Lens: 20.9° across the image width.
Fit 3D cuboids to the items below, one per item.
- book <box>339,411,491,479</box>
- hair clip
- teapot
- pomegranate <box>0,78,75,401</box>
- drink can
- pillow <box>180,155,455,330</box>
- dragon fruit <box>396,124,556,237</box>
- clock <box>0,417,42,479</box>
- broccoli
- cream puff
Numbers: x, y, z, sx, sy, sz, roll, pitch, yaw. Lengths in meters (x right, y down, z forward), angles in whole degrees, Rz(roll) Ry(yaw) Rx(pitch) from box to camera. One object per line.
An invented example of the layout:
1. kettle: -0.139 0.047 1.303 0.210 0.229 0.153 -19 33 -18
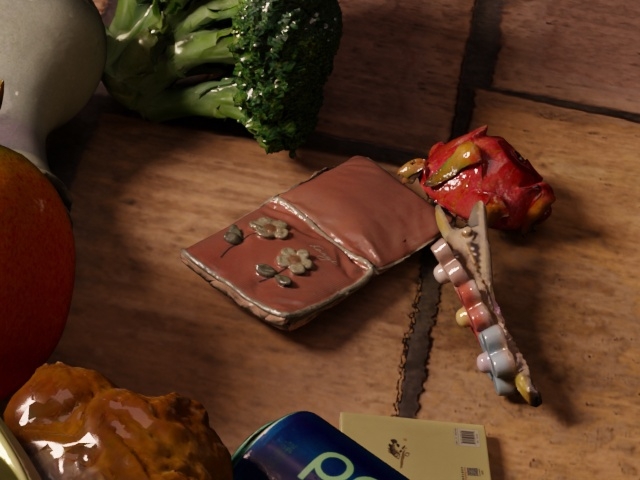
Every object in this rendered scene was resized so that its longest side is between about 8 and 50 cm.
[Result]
1. book: 0.068 0.160 1.268 0.111 0.014 0.077 6 37 -5
2. hair clip: 0.124 0.048 1.375 0.056 0.062 0.214 -16 48 5
3. teapot: -0.261 -0.104 1.420 0.183 0.183 0.251 0 50 -11
4. pomegranate: -0.280 0.000 1.217 0.220 0.257 0.221 10 -4 1
5. drink can: 0.030 0.204 1.124 0.205 0.118 0.118 31 44 27
6. pillow: 0.000 0.000 1.429 0.126 0.043 0.232 35 43 24
7. dragon fruit: 0.144 -0.059 1.495 0.126 0.068 0.112 31 26 13
8. clock: -0.218 0.184 0.955 0.170 0.069 0.232 -48 55 -2
9. broccoli: -0.085 -0.211 1.531 0.269 0.241 0.261 37 25 -42
10. cream puff: -0.146 0.197 1.042 0.241 0.155 0.269 -43 61 -5
